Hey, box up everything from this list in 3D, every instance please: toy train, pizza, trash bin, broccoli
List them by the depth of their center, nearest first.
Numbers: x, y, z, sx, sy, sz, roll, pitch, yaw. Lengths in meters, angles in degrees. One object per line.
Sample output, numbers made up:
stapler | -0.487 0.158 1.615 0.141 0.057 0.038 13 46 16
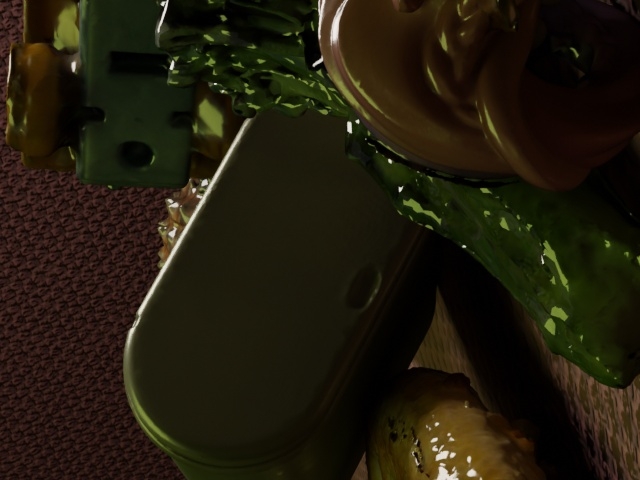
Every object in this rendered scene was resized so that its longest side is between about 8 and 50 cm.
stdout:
broccoli | 0.045 -0.053 0.775 0.304 0.145 0.165 49 166 39
pizza | 0.107 0.209 1.024 0.409 0.114 0.277 -126 19 -72
trash bin | -0.010 0.048 1.134 0.121 0.243 0.247 25 164 12
toy train | -0.116 -0.204 1.253 0.231 0.163 0.369 -92 8 -49

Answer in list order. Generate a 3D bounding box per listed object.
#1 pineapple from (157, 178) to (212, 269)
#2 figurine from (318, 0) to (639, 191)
pineapple | -0.075 -0.038 1.637 0.175 0.175 0.361 -115 8 -45
figurine | 0.052 -0.084 0.604 0.126 0.114 0.157 50 162 29
